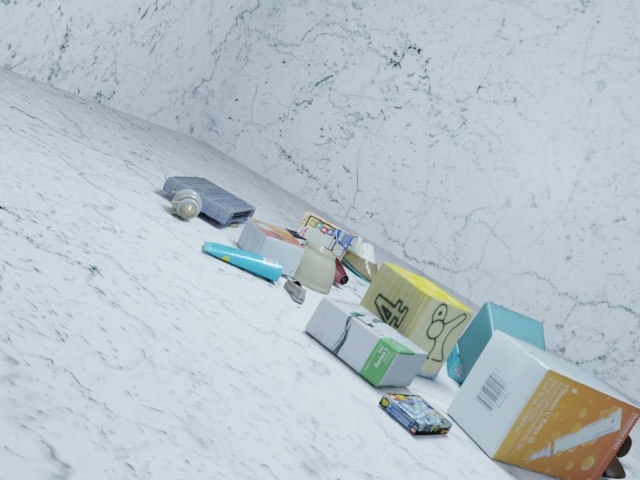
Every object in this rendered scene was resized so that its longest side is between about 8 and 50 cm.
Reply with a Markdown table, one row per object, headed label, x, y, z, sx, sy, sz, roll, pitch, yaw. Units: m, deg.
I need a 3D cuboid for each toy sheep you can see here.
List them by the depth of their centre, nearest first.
| label | x | y | z | sx | sy | sz | roll | pitch | yaw |
| --- | --- | --- | --- | --- | --- | --- | --- | --- | --- |
| toy sheep | -0.376 | -0.104 | 1.824 | 0.091 | 0.091 | 0.132 | 26 | 27 | -25 |

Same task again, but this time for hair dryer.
| label | x | y | z | sx | sy | sz | roll | pitch | yaw |
| --- | --- | --- | --- | --- | --- | --- | --- | --- | --- |
| hair dryer | -0.039 | 0.066 | 2.092 | 0.293 | 0.080 | 0.223 | 25 | 22 | 11 |

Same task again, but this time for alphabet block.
| label | x | y | z | sx | sy | sz | roll | pitch | yaw |
| --- | --- | --- | --- | --- | --- | --- | --- | --- | --- |
| alphabet block | 0.219 | 0.196 | 1.602 | 0.192 | 0.197 | 0.193 | 23 | 9 | -41 |

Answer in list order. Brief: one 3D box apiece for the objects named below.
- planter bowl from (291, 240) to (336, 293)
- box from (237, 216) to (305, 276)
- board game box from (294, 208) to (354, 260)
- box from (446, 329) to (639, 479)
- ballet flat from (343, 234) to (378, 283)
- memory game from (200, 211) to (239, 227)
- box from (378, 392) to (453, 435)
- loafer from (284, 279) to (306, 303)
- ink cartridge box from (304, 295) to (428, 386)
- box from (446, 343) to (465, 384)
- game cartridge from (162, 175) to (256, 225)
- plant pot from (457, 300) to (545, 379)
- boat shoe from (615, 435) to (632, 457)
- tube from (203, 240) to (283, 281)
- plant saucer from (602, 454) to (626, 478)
| label | x | y | z | sx | sy | sz | roll | pitch | yaw |
| --- | --- | --- | --- | --- | --- | --- | --- | --- | --- |
| planter bowl | -0.020 | 0.069 | 1.898 | 0.162 | 0.109 | 0.162 | 29 | 7 | -4 |
| box | -0.141 | 0.016 | 1.829 | 0.130 | 0.091 | 0.170 | 19 | 11 | -29 |
| board game box | 0.000 | 0.000 | 2.280 | 0.193 | 0.147 | 0.045 | 29 | 8 | -4 |
| box | 0.483 | 0.366 | 1.398 | 0.345 | 0.215 | 0.168 | 24 | 9 | -30 |
| ballet flat | 0.139 | 0.048 | 2.559 | 0.116 | 0.124 | 0.342 | 22 | 10 | -40 |
| memory game | -0.346 | -0.090 | 2.110 | 0.186 | 0.012 | 0.186 | 29 | 8 | -4 |
| box | 0.182 | 0.329 | 1.234 | 0.094 | 0.027 | 0.137 | 37 | 11 | 38 |
| loafer | -0.059 | 0.122 | 1.664 | 0.045 | 0.039 | 0.125 | 25 | 9 | -21 |
| ink cartridge box | 0.098 | 0.218 | 1.408 | 0.219 | 0.093 | 0.160 | 35 | 9 | 32 |
| box | 0.411 | 0.348 | 1.825 | 0.100 | 0.060 | 0.244 | 29 | 8 | 7 |
| game cartridge | -0.352 | -0.132 | 2.102 | 0.230 | 0.068 | 0.355 | 26 | 7 | 5 |
| plant pot | 0.457 | 0.308 | 1.618 | 0.165 | 0.166 | 0.234 | 21 | 33 | -7 |
| boat shoe | 0.746 | 0.523 | 1.796 | 0.257 | 0.095 | 0.095 | 25 | 2 | -24 |
| tube | -0.197 | 0.047 | 1.645 | 0.207 | 0.052 | 0.080 | 22 | 5 | -16 |
| plant saucer | 0.641 | 0.496 | 1.562 | 0.199 | 0.036 | 0.198 | 52 | -6 | 8 |
